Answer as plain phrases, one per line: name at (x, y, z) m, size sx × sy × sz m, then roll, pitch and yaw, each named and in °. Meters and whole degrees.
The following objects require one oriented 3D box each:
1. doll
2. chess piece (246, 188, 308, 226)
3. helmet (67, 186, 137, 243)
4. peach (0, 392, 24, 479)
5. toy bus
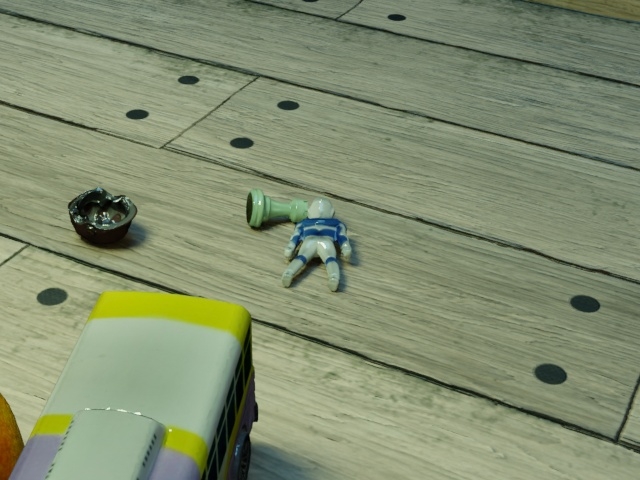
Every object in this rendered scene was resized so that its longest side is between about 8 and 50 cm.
doll at (0.000, 0.000, 1.811) m, size 0.114 × 0.057 × 0.227 m, roll 0°, pitch 41°, yaw 8°
chess piece at (-0.075, -0.055, 1.886) m, size 0.103 × 0.067 × 0.067 m, roll 3°, pitch 32°, yaw -16°
helmet at (-0.368, -0.032, 1.817) m, size 0.123 × 0.070 × 0.098 m, roll 25°, pitch 45°, yaw 20°
peach at (-0.457, 0.259, 1.179) m, size 0.308 × 0.289 × 0.289 m, roll 23°, pitch 38°, yaw 36°
toy bus at (-0.209, 0.269, 1.187) m, size 0.209 × 0.249 × 0.440 m, roll 7°, pitch 37°, yaw 7°
